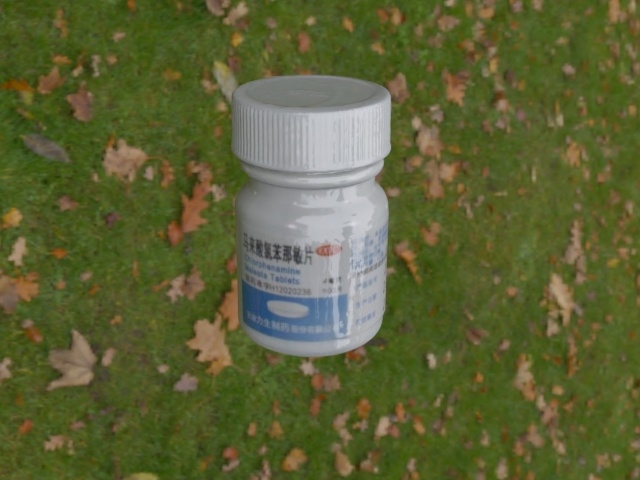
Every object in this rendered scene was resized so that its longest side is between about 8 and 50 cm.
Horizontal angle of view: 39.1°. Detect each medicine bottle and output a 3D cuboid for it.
[{"bbox_3d":[-0.006,-0.017,0.595,0.105,0.105,0.168,-26,124,-47],"label":"medicine bottle"}]
